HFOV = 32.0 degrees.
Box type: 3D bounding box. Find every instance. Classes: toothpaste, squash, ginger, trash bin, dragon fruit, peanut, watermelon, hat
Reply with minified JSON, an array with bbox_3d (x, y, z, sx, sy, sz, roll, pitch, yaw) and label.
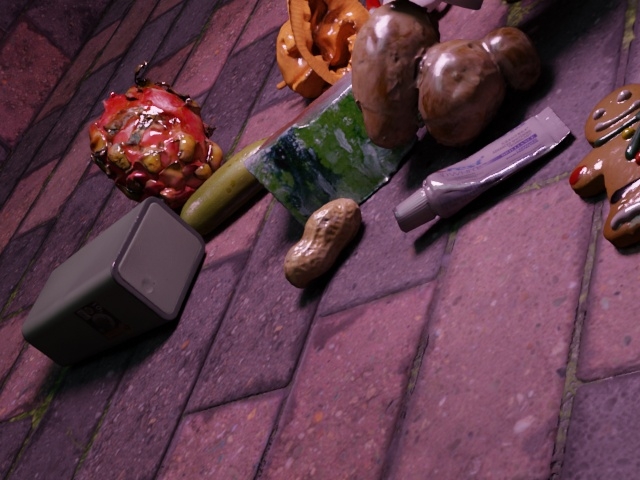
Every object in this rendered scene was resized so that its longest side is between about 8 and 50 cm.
[{"bbox_3d":[0.232,-0.100,1.637,0.282,0.068,0.099,-33,56,10],"label":"toothpaste"},{"bbox_3d":[-0.151,-0.124,2.184,0.341,0.094,0.094,-39,27,12],"label":"squash"},{"bbox_3d":[0.189,-0.254,1.765,0.304,0.155,0.245,15,78,21],"label":"ginger"},{"bbox_3d":[-0.408,0.098,2.174,0.343,0.158,0.223,-31,29,38],"label":"trash bin"},{"bbox_3d":[-0.340,-0.192,2.380,0.291,0.250,0.269,38,91,40],"label":"dragon fruit"},{"bbox_3d":[0.000,0.000,1.798,0.174,0.080,0.080,-53,27,-16],"label":"peanut"},{"bbox_3d":[0.007,-0.182,1.966,0.264,0.151,0.302,-40,27,10],"label":"watermelon"},{"bbox_3d":[-0.035,-0.370,2.263,0.233,0.244,0.233,-35,17,50],"label":"hat"}]

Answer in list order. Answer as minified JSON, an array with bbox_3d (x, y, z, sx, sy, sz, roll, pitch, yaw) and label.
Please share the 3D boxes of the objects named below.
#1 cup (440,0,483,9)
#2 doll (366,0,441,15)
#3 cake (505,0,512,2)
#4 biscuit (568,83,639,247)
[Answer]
[{"bbox_3d":[0.190,-0.526,1.805,0.290,0.219,0.258,-93,20,-64],"label":"cup"},{"bbox_3d":[0.176,-0.485,2.210,0.188,0.099,0.384,-18,34,22],"label":"doll"},{"bbox_3d":[0.362,-0.555,1.941,0.293,0.198,0.196,-7,48,53],"label":"cake"},{"bbox_3d":[0.404,-0.115,1.419,0.196,0.049,0.302,-32,28,20],"label":"biscuit"}]
